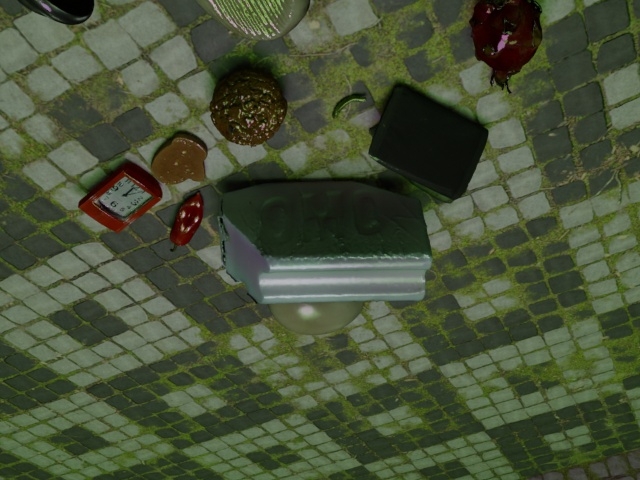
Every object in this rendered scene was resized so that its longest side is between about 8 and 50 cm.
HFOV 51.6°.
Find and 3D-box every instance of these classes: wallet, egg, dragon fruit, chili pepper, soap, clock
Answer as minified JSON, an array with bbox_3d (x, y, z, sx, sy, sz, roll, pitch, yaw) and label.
[{"bbox_3d":[0.222,-0.201,1.368,0.245,0.052,0.168,23,93,-24],"label":"wallet"},{"bbox_3d":[-0.010,0.143,1.657,0.254,0.188,0.188,3,136,-19],"label":"egg"},{"bbox_3d":[0.343,-0.359,1.228,0.125,0.125,0.246,-22,152,-1],"label":"dragon fruit"},{"bbox_3d":[-0.314,-0.036,1.543,0.059,0.050,0.191,26,123,-7],"label":"chili pepper"},{"bbox_3d":[0.055,-0.275,1.347,0.083,0.017,0.030,-32,131,29],"label":"chili pepper"},{"bbox_3d":[0.000,0.000,1.454,0.446,0.261,0.156,-1,137,-2],"label":"soap"},{"bbox_3d":[-0.439,-0.099,1.464,0.155,0.061,0.113,-32,130,22],"label":"clock"}]

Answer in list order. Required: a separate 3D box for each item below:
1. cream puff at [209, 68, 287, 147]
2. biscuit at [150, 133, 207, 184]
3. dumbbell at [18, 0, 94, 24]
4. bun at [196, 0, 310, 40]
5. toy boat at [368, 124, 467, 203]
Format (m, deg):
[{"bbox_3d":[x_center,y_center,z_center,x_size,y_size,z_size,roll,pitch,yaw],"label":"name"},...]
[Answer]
[{"bbox_3d":[-0.139,-0.251,1.285,0.150,0.115,0.165,2,137,-1],"label":"cream puff"},{"bbox_3d":[-0.297,-0.168,1.426,0.140,0.023,0.118,-33,130,26],"label":"biscuit"},{"bbox_3d":[-0.369,-0.449,1.004,0.290,0.192,0.192,-24,133,19],"label":"dumbbell"},{"bbox_3d":[-0.108,-0.440,1.073,0.231,0.133,0.231,15,151,8],"label":"bun"},{"bbox_3d":[0.221,-0.161,1.452,0.293,0.055,0.093,33,123,-33],"label":"toy boat"}]
